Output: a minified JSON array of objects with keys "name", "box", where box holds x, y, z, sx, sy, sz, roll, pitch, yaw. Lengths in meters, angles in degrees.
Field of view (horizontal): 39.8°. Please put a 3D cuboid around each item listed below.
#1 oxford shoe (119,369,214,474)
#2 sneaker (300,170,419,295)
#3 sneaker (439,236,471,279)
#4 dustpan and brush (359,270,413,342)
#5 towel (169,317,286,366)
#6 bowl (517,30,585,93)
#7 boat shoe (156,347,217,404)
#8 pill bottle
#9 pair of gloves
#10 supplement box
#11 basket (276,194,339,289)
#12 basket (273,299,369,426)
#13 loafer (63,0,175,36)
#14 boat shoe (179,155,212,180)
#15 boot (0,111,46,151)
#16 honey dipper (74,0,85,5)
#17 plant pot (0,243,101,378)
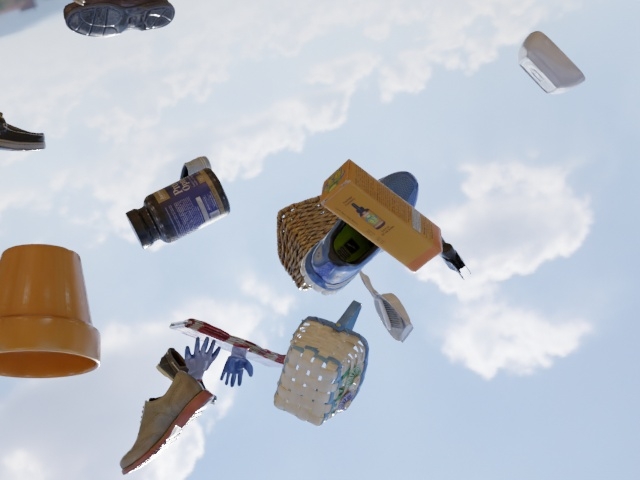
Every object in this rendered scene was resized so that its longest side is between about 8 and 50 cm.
[{"name":"oxford shoe","box":[-0.438,0.491,2.385,0.348,0.130,0.123,-46,172,12]},{"name":"sneaker","box":[0.104,-0.029,1.739,0.330,0.130,0.147,-48,-177,-32]},{"name":"sneaker","box":[0.352,0.043,2.434,0.051,0.089,0.170,-39,-158,-2]},{"name":"dustpan and brush","box":[0.164,0.164,2.327,0.060,0.211,0.147,-17,160,-15]},{"name":"towel","box":[-0.254,0.291,2.513,0.237,0.329,0.037,-20,-132,68]},{"name":"bowl","box":[0.450,-0.346,1.762,0.053,0.142,0.142,-44,-177,2]},{"name":"boat shoe","box":[-0.378,0.393,2.545,0.233,0.084,0.079,32,-93,33]},{"name":"pill bottle","box":[-0.326,-0.069,2.022,0.219,0.122,0.123,-27,-160,-14]},{"name":"pair of gloves","box":[-0.272,0.328,2.382,0.198,0.159,0.023,9,-146,-14]},{"name":"supplement box","box":[0.112,-0.043,1.586,0.078,0.233,0.080,-39,-151,32]},{"name":"basket","box":[0.000,0.000,2.837,0.299,0.223,0.213,-23,157,-36]},{"name":"basket","box":[0.013,0.303,2.155,0.201,0.254,0.289,21,-152,9]},{"name":"loafer","box":[-0.521,-0.588,2.253,0.303,0.095,0.109,-14,151,-37]},{"name":"boat shoe","box":[-0.348,-0.133,2.306,0.081,0.079,0.227,-15,150,-32]},{"name":"boot","box":[-0.874,-0.382,2.270,0.377,0.284,0.138,8,179,-37]},{"name":"honey dipper","box":[-0.537,-0.631,2.076,0.030,0.160,0.030,26,-179,0]},{"name":"plant pot","box":[-0.463,0.113,1.451,0.205,0.187,0.205,-3,159,-1]}]
